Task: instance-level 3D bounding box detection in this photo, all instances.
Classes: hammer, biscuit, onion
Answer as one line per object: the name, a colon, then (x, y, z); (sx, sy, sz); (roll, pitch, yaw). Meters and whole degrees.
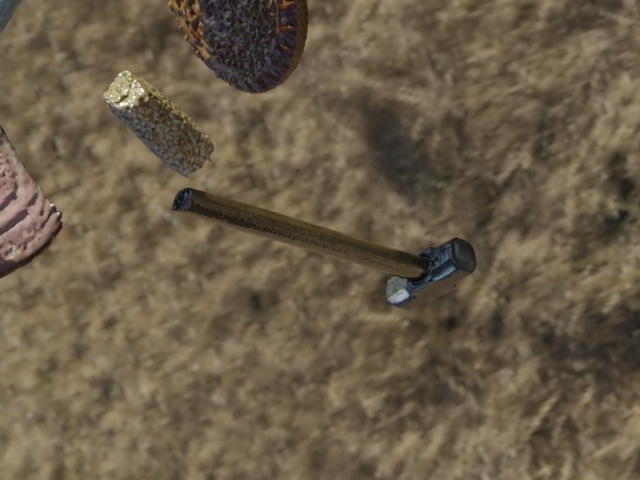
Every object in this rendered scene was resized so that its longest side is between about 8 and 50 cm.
hammer: (0.000, 0.000, 1.766); (0.111, 0.365, 0.043); (-34, 51, 42)
biscuit: (-0.113, -0.308, 1.869); (0.305, 0.038, 0.305); (39, 141, 40)
biscuit: (-0.213, -0.155, 2.180); (0.168, 0.070, 0.082); (43, 176, -42)
onion: (-0.454, -0.045, 1.878); (0.111, 0.247, 0.250); (-27, 96, 51)

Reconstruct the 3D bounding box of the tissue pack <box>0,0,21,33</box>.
tissue pack: (-0.394, -0.220, 1.615); (0.311, 0.128, 0.228); (-54, 27, 18)
